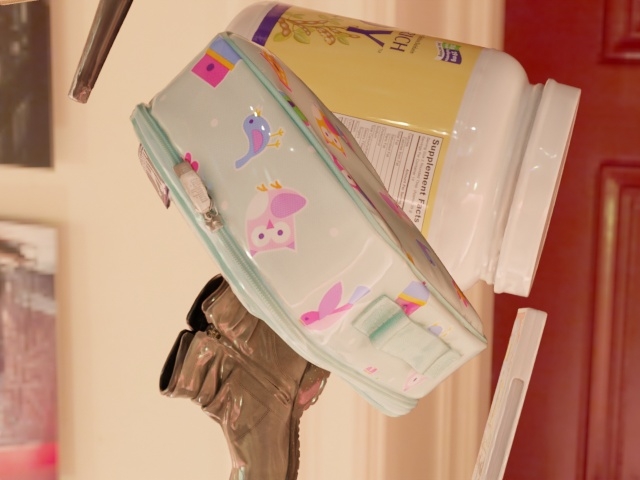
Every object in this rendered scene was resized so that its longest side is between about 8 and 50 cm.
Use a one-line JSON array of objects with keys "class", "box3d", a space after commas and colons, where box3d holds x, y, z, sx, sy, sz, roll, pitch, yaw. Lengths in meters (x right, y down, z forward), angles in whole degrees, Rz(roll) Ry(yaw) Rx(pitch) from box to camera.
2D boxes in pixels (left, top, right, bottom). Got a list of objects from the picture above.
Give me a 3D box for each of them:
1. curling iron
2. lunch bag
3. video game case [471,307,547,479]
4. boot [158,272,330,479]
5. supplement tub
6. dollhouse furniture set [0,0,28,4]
[{"class": "curling iron", "box3d": [-0.153, -0.244, 1.136, 0.068, 0.274, 0.035, 30, 172, -19]}, {"class": "lunch bag", "box3d": [0.000, 0.000, 0.851, 0.108, 0.224, 0.279, -37, 152, 8]}, {"class": "video game case", "box3d": [0.201, 0.216, 1.444, 0.025, 0.285, 0.204, 16, 178, 7]}, {"class": "boot", "box3d": [-0.093, 0.167, 1.246, 0.161, 0.246, 0.083, 26, 165, -30]}, {"class": "supplement tub", "box3d": [0.063, -0.084, 1.233, 0.331, 0.241, 0.241, 14, -167, 10]}, {"class": "dollhouse furniture set", "box3d": [-0.231, -0.238, 1.009, 0.198, 0.151, 0.301, -7, -168, 8]}]
